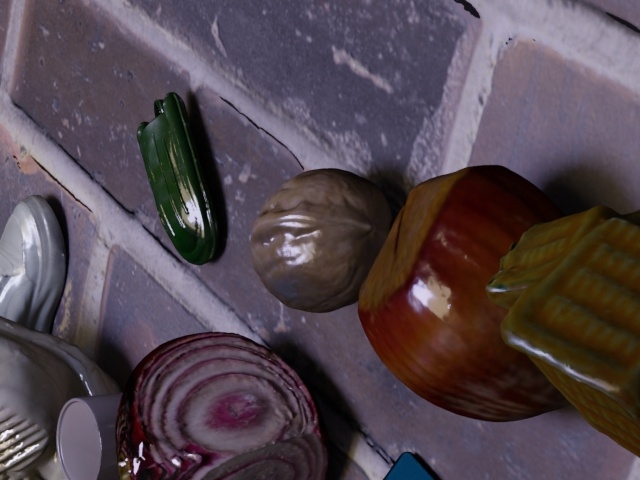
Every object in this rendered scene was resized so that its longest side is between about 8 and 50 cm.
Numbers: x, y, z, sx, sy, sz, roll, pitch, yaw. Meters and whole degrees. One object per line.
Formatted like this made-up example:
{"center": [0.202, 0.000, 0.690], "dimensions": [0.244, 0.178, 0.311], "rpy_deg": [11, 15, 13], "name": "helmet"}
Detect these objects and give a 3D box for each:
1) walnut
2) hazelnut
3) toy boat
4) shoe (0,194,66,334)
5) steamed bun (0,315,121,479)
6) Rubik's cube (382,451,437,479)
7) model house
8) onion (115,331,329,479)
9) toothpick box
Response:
{"center": [0.001, 0.001, 1.609], "dimensions": [0.162, 0.140, 0.140], "rpy_deg": [-12, 83, 45], "name": "walnut"}
{"center": [0.142, 0.050, 1.399], "dimensions": [0.212, 0.181, 0.181], "rpy_deg": [-51, 24, 43], "name": "hazelnut"}
{"center": [-0.166, -0.070, 1.909], "dimensions": [0.104, 0.052, 0.210], "rpy_deg": [-39, 63, 47], "name": "toy boat"}
{"center": [-0.446, 0.092, 2.233], "dimensions": [0.124, 0.159, 0.316], "rpy_deg": [32, 121, 51], "name": "shoe"}
{"center": [-0.416, 0.227, 2.081], "dimensions": [0.339, 0.352, 0.247], "rpy_deg": [-43, 34, 31], "name": "steamed bun"}
{"center": [0.086, 0.369, 1.575], "dimensions": [0.250, 0.284, 0.234], "rpy_deg": [-98, 3, -52], "name": "Rubik's cube"}
{"center": [0.228, 0.073, 1.198], "dimensions": [0.268, 0.239, 0.173], "rpy_deg": [30, 118, 48], "name": "model house"}
{"center": [-0.115, 0.223, 1.739], "dimensions": [0.207, 0.216, 0.206], "rpy_deg": [-116, 24, -45], "name": "onion"}
{"center": [-0.194, 0.223, 1.864], "dimensions": [0.111, 0.181, 0.111], "rpy_deg": [4, 95, 53], "name": "toothpick box"}
